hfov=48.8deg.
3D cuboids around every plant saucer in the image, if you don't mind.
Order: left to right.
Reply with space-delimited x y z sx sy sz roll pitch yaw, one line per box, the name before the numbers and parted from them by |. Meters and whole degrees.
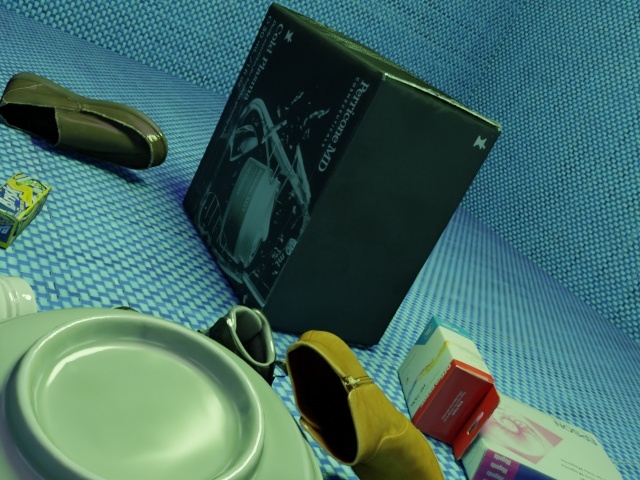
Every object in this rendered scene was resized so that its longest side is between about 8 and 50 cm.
plant saucer | -0.162 0.168 0.612 0.401 0.100 0.400 21 27 -11

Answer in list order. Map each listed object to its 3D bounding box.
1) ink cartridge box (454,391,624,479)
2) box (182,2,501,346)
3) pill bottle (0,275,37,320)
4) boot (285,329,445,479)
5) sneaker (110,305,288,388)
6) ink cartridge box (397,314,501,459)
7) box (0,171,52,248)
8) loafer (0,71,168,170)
ink cartridge box | 0.375 0.380 1.172 0.324 0.071 0.330 26 15 -12
box | 0.006 -0.134 1.366 0.298 0.479 0.472 14 21 -36
pill bottle | -0.403 0.078 0.704 0.117 0.117 0.215 39 19 29
boot | 0.052 0.239 0.824 0.295 0.104 0.211 57 7 5
sneaker | -0.154 0.130 0.892 0.269 0.153 0.101 35 18 19
ink cartridge box | 0.211 0.242 1.191 0.078 0.134 0.231 26 16 -12
box | -0.471 -0.049 1.080 0.059 0.054 0.169 25 16 -13
loafer | -0.501 -0.223 1.469 0.366 0.133 0.130 19 40 0
